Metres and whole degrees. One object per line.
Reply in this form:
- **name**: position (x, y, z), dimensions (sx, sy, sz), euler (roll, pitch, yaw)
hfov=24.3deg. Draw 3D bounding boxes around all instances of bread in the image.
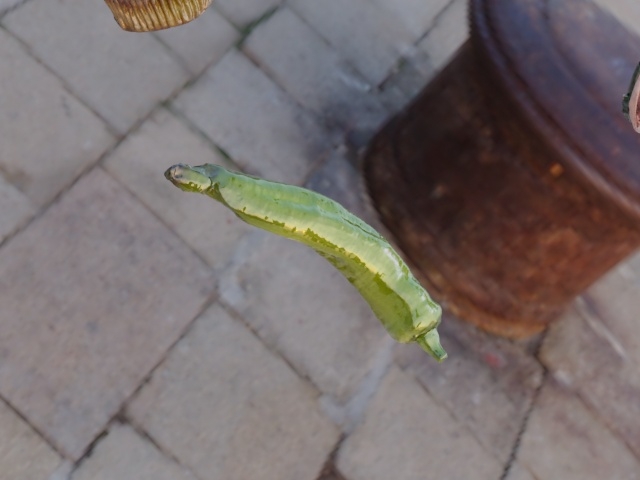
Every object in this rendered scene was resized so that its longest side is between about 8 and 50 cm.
- **bread**: position (-0.111, -0.182, 0.997), dimensions (0.053, 0.085, 0.085), euler (66, 10, -47)

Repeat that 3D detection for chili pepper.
- **chili pepper**: position (0.000, -0.001, 0.875), dimensions (0.208, 0.049, 0.043), euler (35, -4, -20)

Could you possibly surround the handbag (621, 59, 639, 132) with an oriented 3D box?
- **handbag**: position (0.300, -0.115, 1.021), dimensions (0.116, 0.179, 0.205), euler (43, 40, 24)
